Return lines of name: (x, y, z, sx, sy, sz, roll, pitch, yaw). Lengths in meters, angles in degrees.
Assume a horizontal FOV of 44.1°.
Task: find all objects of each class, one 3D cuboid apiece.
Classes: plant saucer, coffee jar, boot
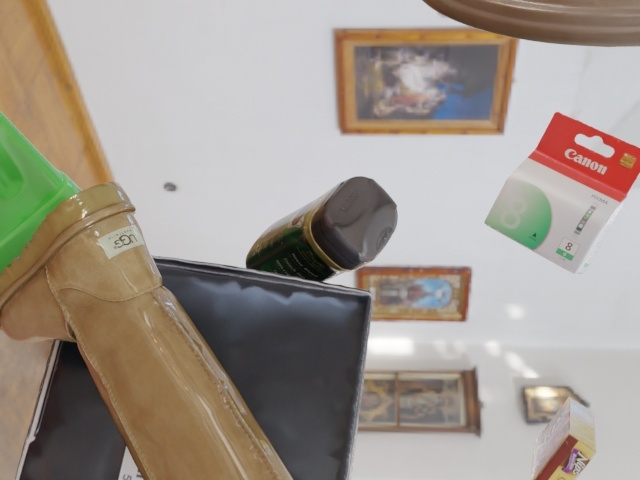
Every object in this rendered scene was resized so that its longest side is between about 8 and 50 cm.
plant saucer: (0.201, -0.207, 0.547, 0.277, 0.278, 0.041, -83, 168, -53)
coffee jar: (0.000, 0.000, 0.851, 0.184, 0.079, 0.096, -28, -160, 54)
boot: (-0.145, 0.121, 0.599, 0.269, 0.089, 0.236, 59, -37, 7)

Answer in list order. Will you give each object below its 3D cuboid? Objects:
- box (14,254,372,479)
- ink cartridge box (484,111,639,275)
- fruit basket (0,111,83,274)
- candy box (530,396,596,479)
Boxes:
box: (-0.124, 0.319, 0.871, 0.471, 0.298, 0.479, 93, 6, -71)
ink cartridge box: (0.402, -0.082, 1.302, 0.056, 0.181, 0.224, 4, 115, -56)
fruit basket: (-0.463, -0.031, 0.957, 0.283, 0.392, 0.392, -50, 153, -31)
candy box: (0.393, 0.335, 1.282, 0.109, 0.053, 0.187, -59, 168, 15)
